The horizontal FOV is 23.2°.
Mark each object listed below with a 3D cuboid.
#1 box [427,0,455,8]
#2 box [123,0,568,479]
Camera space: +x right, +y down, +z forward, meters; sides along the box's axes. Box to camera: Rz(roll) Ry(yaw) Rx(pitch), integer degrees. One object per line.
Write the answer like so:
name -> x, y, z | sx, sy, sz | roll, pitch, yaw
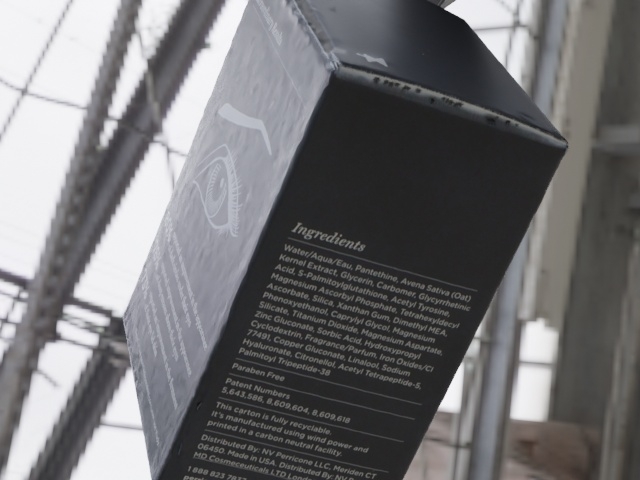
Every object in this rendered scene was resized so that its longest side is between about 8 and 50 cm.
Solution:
box -> 0.185, -0.342, 1.214 | 0.076, 0.307, 0.242 | 41, -141, 7
box -> 0.000, 0.000, 0.693 | 0.108, 0.153, 0.207 | 16, -67, -20
